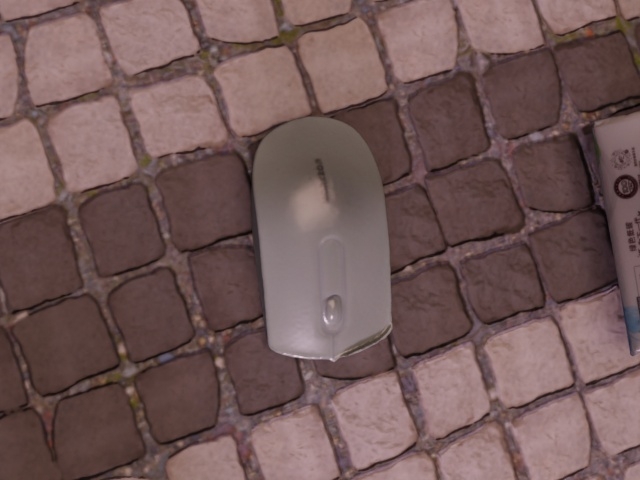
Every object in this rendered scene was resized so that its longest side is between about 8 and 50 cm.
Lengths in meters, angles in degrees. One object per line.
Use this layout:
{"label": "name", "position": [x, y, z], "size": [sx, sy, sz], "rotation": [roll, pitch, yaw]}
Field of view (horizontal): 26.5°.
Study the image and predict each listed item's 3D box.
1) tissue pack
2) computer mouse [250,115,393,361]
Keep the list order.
{"label": "tissue pack", "position": [0.368, -0.018, 1.323], "size": [0.159, 0.145, 0.229], "rotation": [-10, 89, 20]}
{"label": "computer mouse", "position": [0.000, 0.000, 1.261], "size": [0.128, 0.079, 0.230], "rotation": [-11, 93, -10]}
